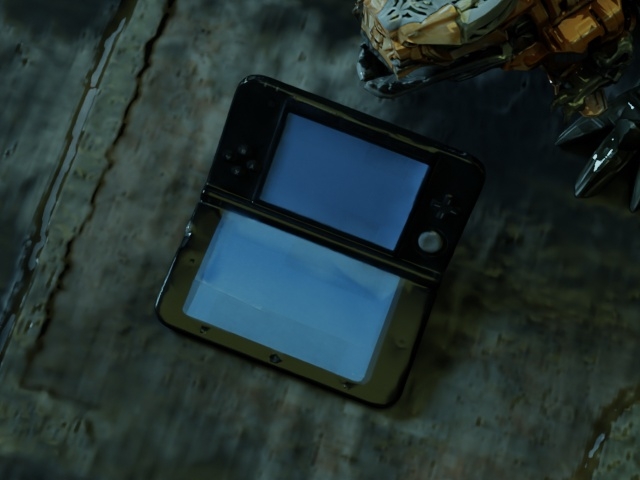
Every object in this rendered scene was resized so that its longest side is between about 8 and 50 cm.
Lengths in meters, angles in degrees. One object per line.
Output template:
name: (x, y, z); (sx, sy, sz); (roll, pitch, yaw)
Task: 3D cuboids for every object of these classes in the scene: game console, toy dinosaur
game console: (0.000, 0.000, 0.739); (0.122, 0.107, 0.071); (21, 36, 0)
toy dinosaur: (0.156, -0.134, 0.743); (0.322, 0.218, 0.164); (-9, 67, -13)
